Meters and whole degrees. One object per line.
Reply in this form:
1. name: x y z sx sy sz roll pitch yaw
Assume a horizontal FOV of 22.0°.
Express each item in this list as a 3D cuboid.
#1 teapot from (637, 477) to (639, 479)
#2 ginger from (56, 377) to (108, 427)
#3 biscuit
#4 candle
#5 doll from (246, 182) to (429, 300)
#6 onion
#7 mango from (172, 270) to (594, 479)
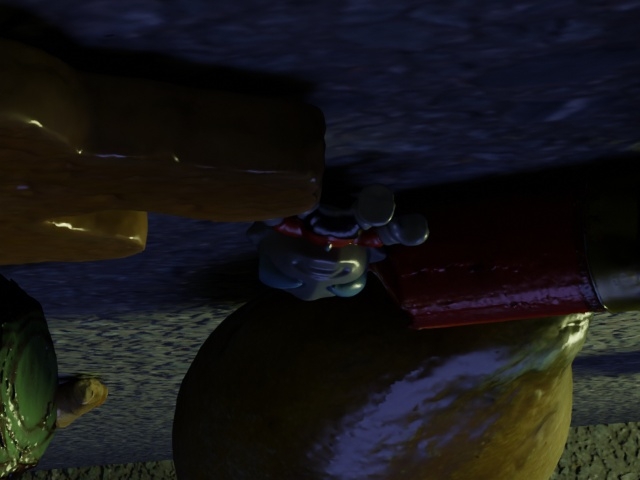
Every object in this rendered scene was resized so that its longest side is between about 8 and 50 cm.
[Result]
1. teapot: 0.165 0.037 0.454 0.203 0.171 0.225 -35 173 4
2. ginger: -0.186 0.118 1.244 0.048 0.030 0.097 -31 176 -7
3. biscuit: -0.110 -0.022 0.406 0.144 0.040 0.236 -20 161 37
4. candle: 0.067 0.005 0.594 0.130 0.052 0.052 -7 170 25
5. doll: 0.000 0.001 0.575 0.057 0.039 0.114 -17 168 -12
6. onion: -0.168 0.062 0.656 0.118 0.119 0.117 -6 174 14
7. mango: 0.031 0.083 0.779 0.192 0.146 0.316 -5 161 -16
